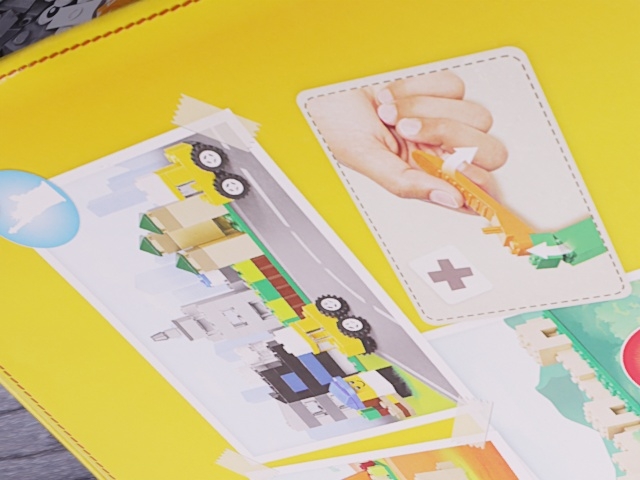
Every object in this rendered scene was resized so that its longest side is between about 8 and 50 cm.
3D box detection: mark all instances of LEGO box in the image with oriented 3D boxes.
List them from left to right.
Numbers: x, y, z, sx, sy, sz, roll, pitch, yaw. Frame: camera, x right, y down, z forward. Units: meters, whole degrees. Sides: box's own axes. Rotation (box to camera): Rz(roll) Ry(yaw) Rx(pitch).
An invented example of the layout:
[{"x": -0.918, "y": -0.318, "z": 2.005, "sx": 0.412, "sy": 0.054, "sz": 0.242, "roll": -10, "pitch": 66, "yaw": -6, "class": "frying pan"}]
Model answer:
[{"x": 0.081, "y": 0.016, "z": 0.722, "sx": 0.372, "sy": 0.193, "sz": 0.500, "roll": -15, "pitch": 130, "yaw": 30, "class": "LEGO box"}]
